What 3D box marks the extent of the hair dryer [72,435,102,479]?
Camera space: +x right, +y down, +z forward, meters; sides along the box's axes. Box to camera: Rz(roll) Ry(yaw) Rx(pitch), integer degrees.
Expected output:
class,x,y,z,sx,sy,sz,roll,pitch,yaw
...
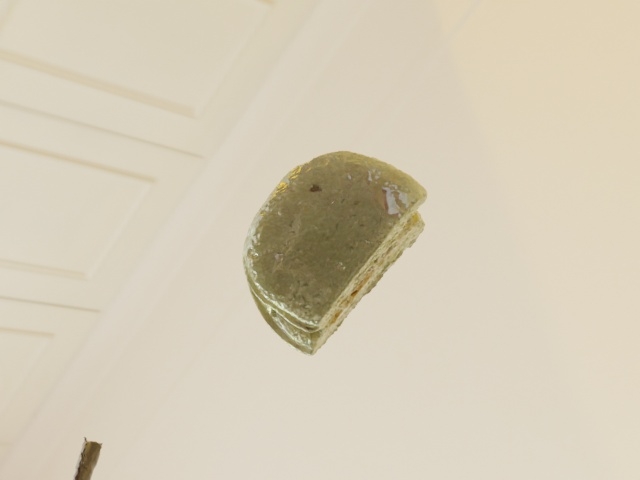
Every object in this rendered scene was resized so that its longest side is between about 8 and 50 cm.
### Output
class,x,y,z,sx,sy,sz,roll,pitch,yaw
hair dryer,-0.191,0.324,0.831,0.304,0.120,0.359,90,1,-50

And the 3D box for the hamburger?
class,x,y,z,sx,sy,sz,roll,pitch,yaw
hamburger,-0.001,-0.001,0.641,0.084,0.054,0.121,37,-91,19
